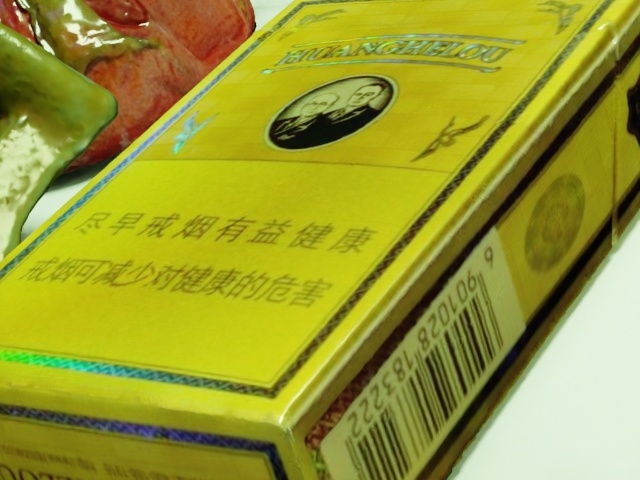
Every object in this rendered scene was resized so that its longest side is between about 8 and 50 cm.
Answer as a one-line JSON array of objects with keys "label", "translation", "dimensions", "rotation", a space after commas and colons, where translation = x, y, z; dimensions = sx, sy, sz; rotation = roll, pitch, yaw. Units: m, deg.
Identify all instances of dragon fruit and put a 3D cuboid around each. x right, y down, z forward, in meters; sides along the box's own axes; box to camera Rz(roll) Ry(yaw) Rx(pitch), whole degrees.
[{"label": "dragon fruit", "translation": [-0.160, -0.140, 0.959], "dimensions": [0.224, 0.148, 0.218], "rotation": [-18, 30, 4]}]

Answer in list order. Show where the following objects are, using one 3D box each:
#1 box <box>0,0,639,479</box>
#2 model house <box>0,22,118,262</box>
[{"label": "box", "translation": [0.000, 0.000, 0.687], "dimensions": [0.193, 0.084, 0.301], "rotation": [4, 37, 35]}, {"label": "model house", "translation": [-0.262, -0.018, 0.784], "dimensions": [0.268, 0.173, 0.239], "rotation": [7, 55, 38]}]
